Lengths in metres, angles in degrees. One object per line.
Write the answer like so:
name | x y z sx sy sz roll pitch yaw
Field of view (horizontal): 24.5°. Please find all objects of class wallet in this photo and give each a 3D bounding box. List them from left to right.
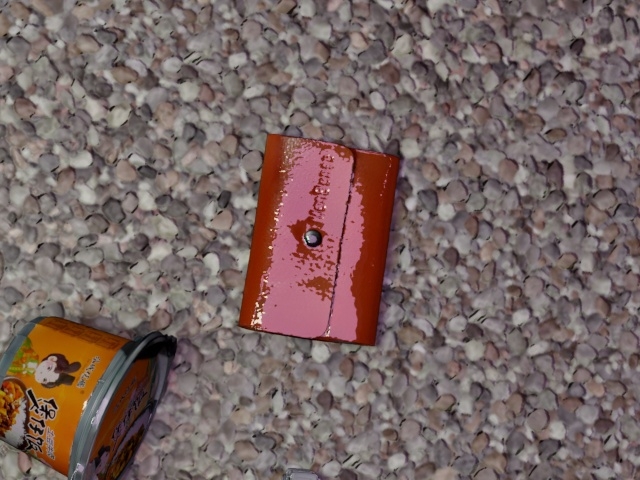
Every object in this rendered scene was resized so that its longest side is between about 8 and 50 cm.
wallet | 0.000 0.000 1.503 0.142 0.045 0.204 9 82 -6

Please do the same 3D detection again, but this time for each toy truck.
toy truck | -0.021 0.270 1.469 0.039 0.044 0.083 7 82 -10

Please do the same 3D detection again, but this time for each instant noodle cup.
instant noodle cup | -0.237 0.147 1.401 0.126 0.208 0.177 22 122 9
